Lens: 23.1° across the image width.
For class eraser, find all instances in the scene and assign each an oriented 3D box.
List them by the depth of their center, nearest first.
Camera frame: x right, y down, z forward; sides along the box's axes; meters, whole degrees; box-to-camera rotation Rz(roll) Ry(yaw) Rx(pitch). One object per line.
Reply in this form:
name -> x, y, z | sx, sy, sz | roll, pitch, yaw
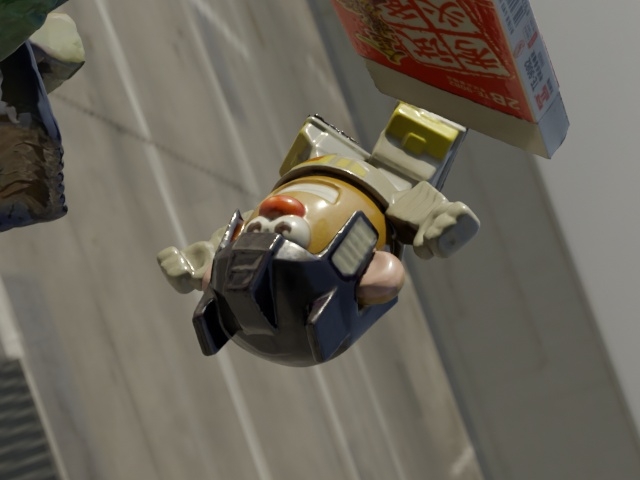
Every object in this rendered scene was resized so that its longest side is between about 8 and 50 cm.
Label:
eraser -> 0.080, -0.148, 1.077 | 0.157, 0.038, 0.230 | 25, -16, 28

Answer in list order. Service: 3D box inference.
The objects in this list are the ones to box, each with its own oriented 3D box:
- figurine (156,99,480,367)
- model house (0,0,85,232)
figurine -> 0.004, 0.001, 1.311 | 0.143, 0.308, 0.308 | 48, 11, -16
model house -> -0.206, -0.147, 0.938 | 0.280, 0.312, 0.245 | 13, 49, -58
